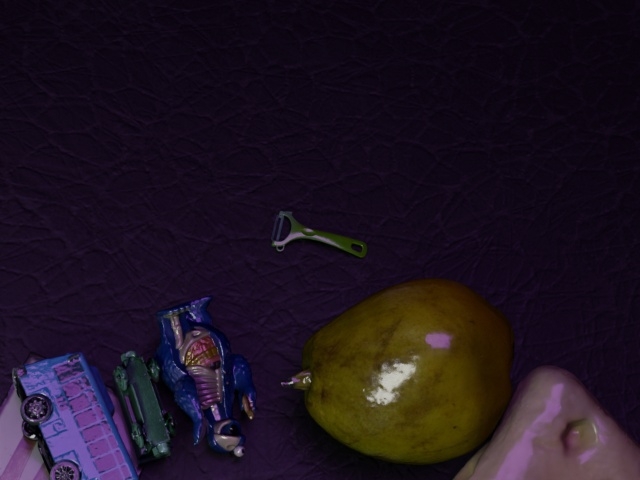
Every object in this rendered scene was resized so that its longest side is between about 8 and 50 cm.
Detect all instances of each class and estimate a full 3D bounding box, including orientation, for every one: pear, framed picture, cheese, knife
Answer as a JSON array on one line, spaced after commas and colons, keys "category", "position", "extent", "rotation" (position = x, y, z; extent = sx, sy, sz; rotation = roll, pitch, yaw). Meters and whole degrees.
[{"category": "pear", "position": [0.125, 0.204, 1.881], "extent": [0.375, 0.287, 0.287], "rotation": [-5, 65, -6]}, {"category": "framed picture", "position": [-0.407, 0.354, 1.852], "extent": [0.244, 0.013, 0.324], "rotation": [24, 63, 1]}, {"category": "cheese", "position": [0.378, 0.419, 1.897], "extent": [0.328, 0.129, 0.351], "rotation": [37, 78, -6]}, {"category": "knife", "position": [0.000, -0.001, 2.095], "extent": [0.166, 0.022, 0.078], "rotation": [14, 68, -2]}]

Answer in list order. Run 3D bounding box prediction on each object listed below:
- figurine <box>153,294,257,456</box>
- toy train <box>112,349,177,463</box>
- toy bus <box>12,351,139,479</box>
[{"category": "figurine", "position": [-0.186, 0.216, 1.910], "extent": [0.164, 0.121, 0.262], "rotation": [6, 65, -50]}, {"category": "toy train", "position": [-0.270, 0.254, 1.863], "extent": [0.070, 0.099, 0.172], "rotation": [-13, 69, -23]}, {"category": "toy bus", "position": [-0.367, 0.286, 1.824], "extent": [0.133, 0.116, 0.234], "rotation": [-21, 72, -20]}]
